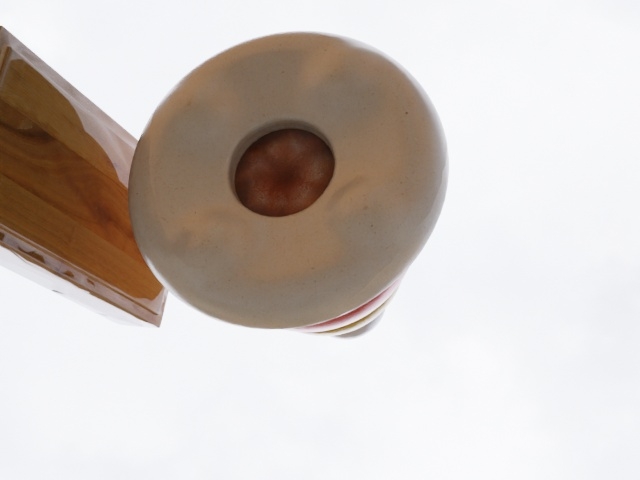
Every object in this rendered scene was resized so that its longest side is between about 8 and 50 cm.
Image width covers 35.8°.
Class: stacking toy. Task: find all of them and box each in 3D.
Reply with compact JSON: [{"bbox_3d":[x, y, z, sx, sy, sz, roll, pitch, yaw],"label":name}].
[{"bbox_3d":[0.000,0.000,1.232,0.351,0.480,0.350,-4,-113,11],"label":"stacking toy"}]

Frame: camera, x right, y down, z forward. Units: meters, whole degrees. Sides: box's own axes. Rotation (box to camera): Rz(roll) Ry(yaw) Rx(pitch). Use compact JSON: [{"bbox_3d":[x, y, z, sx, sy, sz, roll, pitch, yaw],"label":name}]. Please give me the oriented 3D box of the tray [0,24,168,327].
[{"bbox_3d":[-0.289,-0.052,1.139,0.076,0.411,0.202,3,-109,24],"label":"tray"}]
